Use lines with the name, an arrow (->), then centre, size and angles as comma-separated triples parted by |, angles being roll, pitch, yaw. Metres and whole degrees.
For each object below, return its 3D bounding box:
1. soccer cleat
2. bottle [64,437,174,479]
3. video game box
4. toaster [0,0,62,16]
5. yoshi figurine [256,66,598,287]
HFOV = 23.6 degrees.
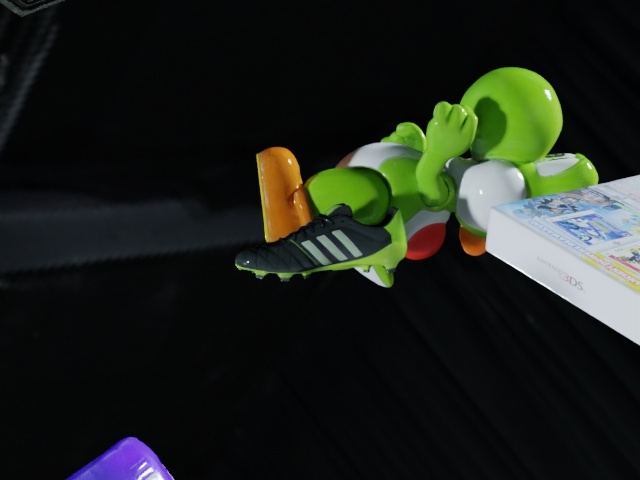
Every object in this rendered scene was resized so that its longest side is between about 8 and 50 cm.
soccer cleat -> 0.000, 0.000, 1.556 | 0.179, 0.060, 0.072 | -5, -80, -12
bottle -> -0.112, 0.298, 1.228 | 0.118, 0.283, 0.092 | -35, 1, 33
video game box -> 0.268, 0.013, 1.224 | 0.187, 0.205, 0.048 | -9, -62, -33
toaster -> -0.294, -0.339, 1.701 | 0.168, 0.110, 0.186 | -20, -8, 6
yoshi figurine -> 0.112, -0.094, 1.653 | 0.362, 0.203, 0.203 | -6, -44, 1
